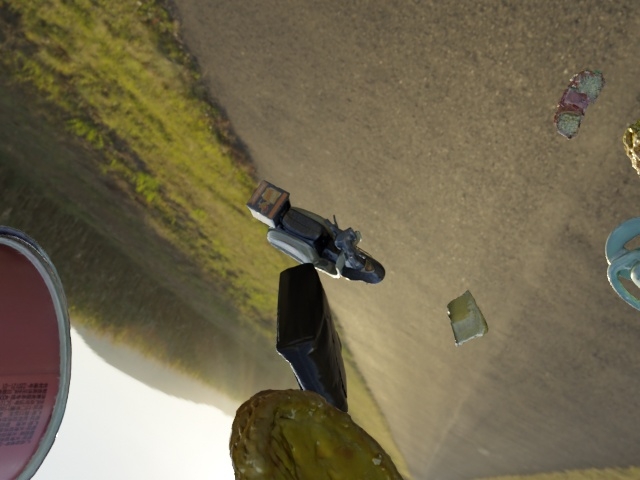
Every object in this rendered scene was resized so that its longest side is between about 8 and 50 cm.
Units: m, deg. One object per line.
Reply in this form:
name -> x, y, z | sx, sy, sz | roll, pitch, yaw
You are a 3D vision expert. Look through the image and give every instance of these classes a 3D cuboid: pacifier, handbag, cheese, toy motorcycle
pacifier -> 0.394, 0.022, 0.729 | 0.150, 0.117, 0.127 | 35, 140, 7
handbag -> -0.002, 0.184, 1.132 | 0.247, 0.080, 0.223 | -93, -19, -59
cheese -> 0.236, 0.128, 1.063 | 0.041, 0.060, 0.084 | -53, -59, -81
toy motorcycle -> 0.000, 0.000, 1.185 | 0.263, 0.091, 0.157 | 28, 165, 18

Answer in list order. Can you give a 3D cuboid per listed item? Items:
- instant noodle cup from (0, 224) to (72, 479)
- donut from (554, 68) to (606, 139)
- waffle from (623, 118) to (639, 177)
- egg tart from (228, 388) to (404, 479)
instant noodle cup -> -0.351, 0.090, 0.458 | 0.243, 0.244, 0.255 | 21, -176, 30
donut -> 0.600, -0.331, 1.524 | 0.065, 0.117, 0.166 | 22, 123, 2
waffle -> 0.500, -0.090, 0.938 | 0.194, 0.051, 0.149 | 60, -170, -14
egg tart -> -0.004, 0.204, 0.524 | 0.191, 0.074, 0.191 | 37, -157, -19
